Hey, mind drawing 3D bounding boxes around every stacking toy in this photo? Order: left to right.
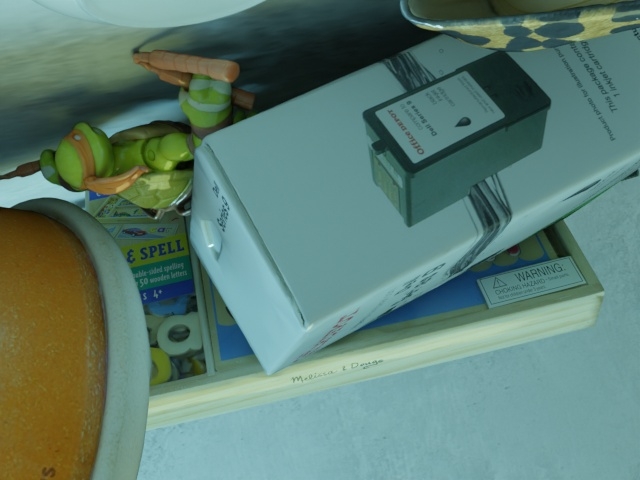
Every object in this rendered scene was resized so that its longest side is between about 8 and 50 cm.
[{"bbox_3d":[-0.370,0.079,0.415,0.351,0.350,0.480,-15,153,39],"label":"stacking toy"}]

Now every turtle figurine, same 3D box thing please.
[{"bbox_3d":[-0.092,-0.061,0.532,0.270,0.087,0.217,-15,178,41],"label":"turtle figurine"}]

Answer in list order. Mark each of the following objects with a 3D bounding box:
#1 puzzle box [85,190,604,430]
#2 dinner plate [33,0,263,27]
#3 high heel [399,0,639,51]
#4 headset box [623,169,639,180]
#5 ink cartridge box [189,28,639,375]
[{"bbox_3d":[0.000,0.000,0.681,0.409,0.272,0.052,-13,138,-5],"label":"puzzle box"},{"bbox_3d":[-0.054,-0.114,0.318,0.141,0.017,0.141,-14,177,-1],"label":"dinner plate"},{"bbox_3d":[0.147,-0.120,0.267,0.186,0.093,0.261,-20,-171,-12],"label":"high heel"},{"bbox_3d":[0.313,-0.121,1.175,0.246,0.131,0.283,-13,179,7],"label":"headset box"},{"bbox_3d":[0.069,-0.035,0.518,0.289,0.121,0.211,-26,169,-16],"label":"ink cartridge box"}]
